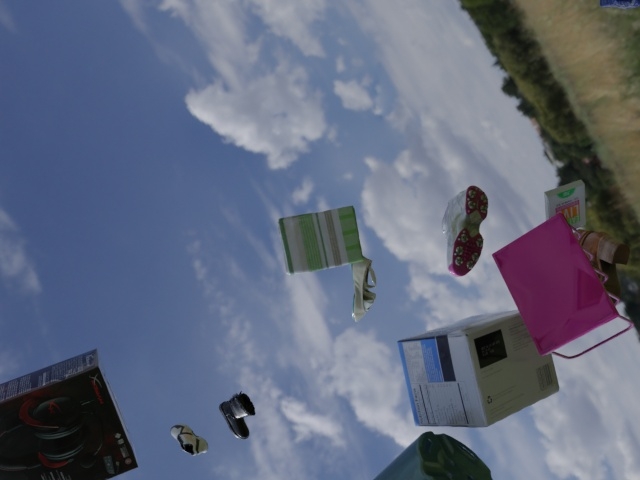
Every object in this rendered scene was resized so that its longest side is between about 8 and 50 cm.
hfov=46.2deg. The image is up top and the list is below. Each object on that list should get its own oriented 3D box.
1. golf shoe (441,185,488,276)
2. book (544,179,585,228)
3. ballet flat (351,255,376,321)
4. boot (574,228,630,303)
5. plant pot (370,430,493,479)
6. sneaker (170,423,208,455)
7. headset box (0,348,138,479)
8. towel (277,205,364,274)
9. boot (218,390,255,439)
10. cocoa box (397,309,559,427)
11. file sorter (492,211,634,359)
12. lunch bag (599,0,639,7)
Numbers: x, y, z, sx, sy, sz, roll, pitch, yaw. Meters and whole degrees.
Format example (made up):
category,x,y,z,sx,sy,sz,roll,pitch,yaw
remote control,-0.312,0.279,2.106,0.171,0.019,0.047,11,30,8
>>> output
category,x,y,z,sx,sy,sz,roll,pitch,yaw
golf shoe,0.441,-0.022,2.375,0.115,0.140,0.306,29,-114,-26
book,0.614,-0.080,1.881,0.035,0.096,0.144,-107,-4,-47
ballet flat,0.142,0.161,2.435,0.086,0.086,0.248,-74,-18,-61
boot,0.828,0.106,2.339,0.109,0.283,0.220,8,-169,-20
plant pot,0.233,0.652,1.757,0.341,0.334,0.341,31,-158,-14
sneaker,-0.304,0.450,1.697,0.044,0.109,0.040,-14,-62,-51
headset box,-0.510,0.359,1.368,0.110,0.293,0.218,-148,41,-69
towel,0.000,0.000,1.443,0.023,0.152,0.113,-28,-72,-85
boot,-0.199,0.445,1.911,0.121,0.099,0.045,56,-138,-1
cocoa box,0.404,0.319,1.915,0.347,0.228,0.231,-10,-94,-44
file sorter,0.604,0.123,1.859,0.182,0.202,0.291,23,-140,-48
lunch bag,0.629,-0.516,1.552,0.098,0.065,0.067,-101,16,-75
